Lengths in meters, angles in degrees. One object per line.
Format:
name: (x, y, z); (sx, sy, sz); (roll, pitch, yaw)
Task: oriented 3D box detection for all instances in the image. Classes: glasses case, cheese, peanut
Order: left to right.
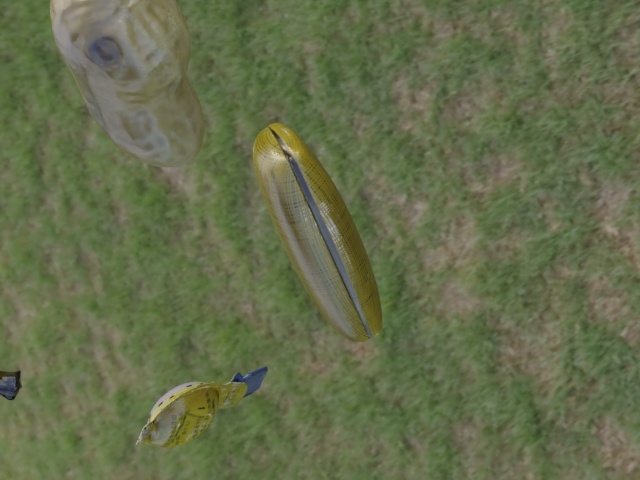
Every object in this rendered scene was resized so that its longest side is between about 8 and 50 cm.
peanut: (-0.168, -0.157, 0.989); (0.110, 0.120, 0.236); (-96, -9, -45)
cheese: (-0.191, 0.267, 1.724); (0.064, 0.250, 0.156); (51, 137, 23)
glasses case: (0.000, 0.000, 0.956); (0.079, 0.064, 0.234); (57, 173, 52)

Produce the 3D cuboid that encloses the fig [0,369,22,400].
fig: (-0.385, 0.118, 0.871); (0.145, 0.274, 0.170); (-100, 9, -69)
